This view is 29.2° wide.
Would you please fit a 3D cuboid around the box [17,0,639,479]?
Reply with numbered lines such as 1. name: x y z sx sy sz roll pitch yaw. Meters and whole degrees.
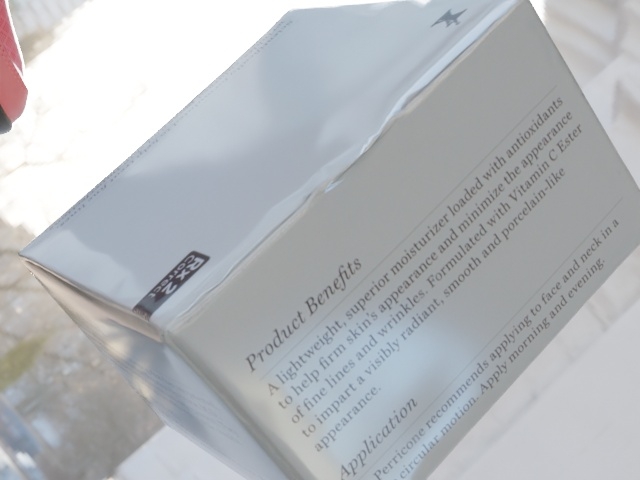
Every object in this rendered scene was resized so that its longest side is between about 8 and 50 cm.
1. box: 0.000 0.000 0.507 0.119 0.181 0.182 54 -18 -25

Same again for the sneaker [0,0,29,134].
1. sneaker: -0.186 -0.215 0.654 0.116 0.136 0.314 -162 -123 -73
